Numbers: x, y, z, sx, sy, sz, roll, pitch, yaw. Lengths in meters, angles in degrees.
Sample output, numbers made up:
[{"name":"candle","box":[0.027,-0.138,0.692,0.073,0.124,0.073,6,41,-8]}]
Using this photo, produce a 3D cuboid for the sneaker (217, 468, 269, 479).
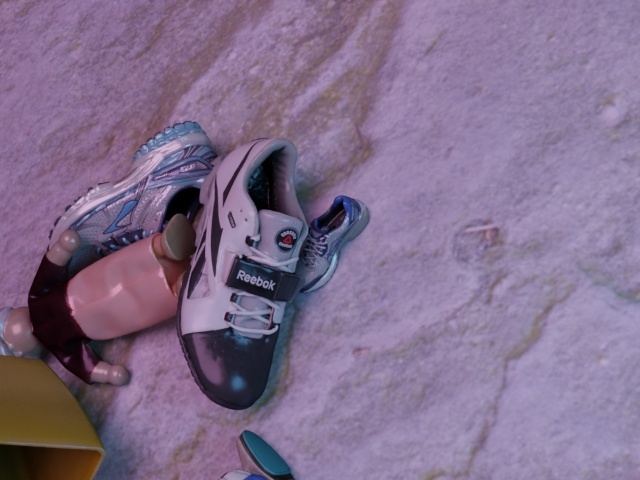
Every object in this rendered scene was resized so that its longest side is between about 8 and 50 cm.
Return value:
[{"name":"sneaker","box":[-0.072,0.416,1.086,0.147,0.130,0.330,10,88,17]}]

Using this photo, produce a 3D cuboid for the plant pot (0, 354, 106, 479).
[{"name":"plant pot","box":[-0.409,0.250,1.266,0.212,0.212,0.187,-60,36,27]}]

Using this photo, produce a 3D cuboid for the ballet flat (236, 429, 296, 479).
[{"name":"ballet flat","box":[-0.049,0.283,1.178,0.168,0.057,0.052,39,100,33]}]

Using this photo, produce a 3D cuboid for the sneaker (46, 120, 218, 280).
[{"name":"sneaker","box":[-0.241,-0.026,1.371,0.283,0.110,0.122,-42,70,13]}]

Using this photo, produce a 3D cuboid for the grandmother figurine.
[{"name":"grandmother figurine","box":[-0.301,0.092,1.354,0.342,0.104,0.208,-20,81,24]}]

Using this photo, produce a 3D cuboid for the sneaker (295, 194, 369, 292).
[{"name":"sneaker","box":[0.000,0.000,1.262,0.052,0.058,0.135,32,87,33]}]

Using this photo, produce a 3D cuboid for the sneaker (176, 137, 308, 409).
[{"name":"sneaker","box":[-0.083,0.028,1.226,0.146,0.122,0.331,-25,60,53]}]
